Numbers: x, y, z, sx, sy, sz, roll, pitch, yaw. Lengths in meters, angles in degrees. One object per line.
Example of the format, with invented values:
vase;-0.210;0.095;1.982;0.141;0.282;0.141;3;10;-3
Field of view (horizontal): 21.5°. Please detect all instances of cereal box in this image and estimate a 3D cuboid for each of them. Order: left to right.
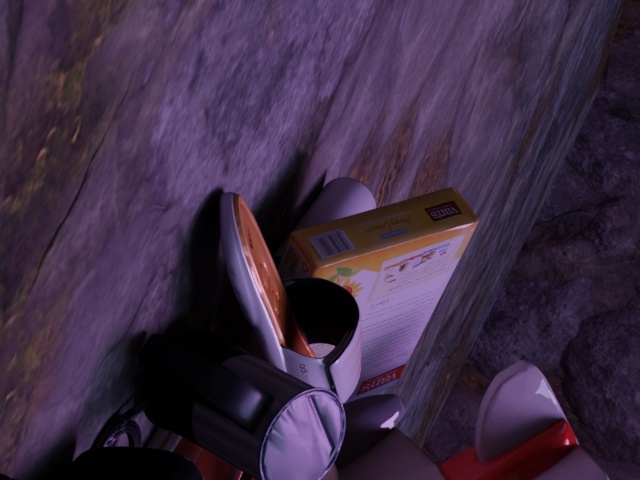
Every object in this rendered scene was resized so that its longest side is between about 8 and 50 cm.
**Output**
cereal box;0.023;0.065;1.459;0.173;0.047;0.240;-16;147;-33

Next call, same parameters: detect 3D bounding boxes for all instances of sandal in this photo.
sandal;-0.009;0.063;1.290;0.265;0.076;0.102;69;12;-46

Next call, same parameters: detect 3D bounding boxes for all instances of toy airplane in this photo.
toy airplane;0.060;0.248;1.475;0.386;0.272;0.384;-30;-152;47

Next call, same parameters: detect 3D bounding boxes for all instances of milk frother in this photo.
milk frother;-0.082;0.146;1.208;0.129;0.134;0.143;17;94;-48

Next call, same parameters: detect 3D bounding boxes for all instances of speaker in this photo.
speaker;0.000;0.000;1.509;0.136;0.055;0.055;-53;163;-49

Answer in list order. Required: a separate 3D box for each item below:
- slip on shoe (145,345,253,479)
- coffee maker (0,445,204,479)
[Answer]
slip on shoe;-0.114;0.238;1.341;0.331;0.101;0.123;-60;169;-24
coffee maker;-0.143;0.199;1.073;0.178;0.120;0.171;-45;155;-63
